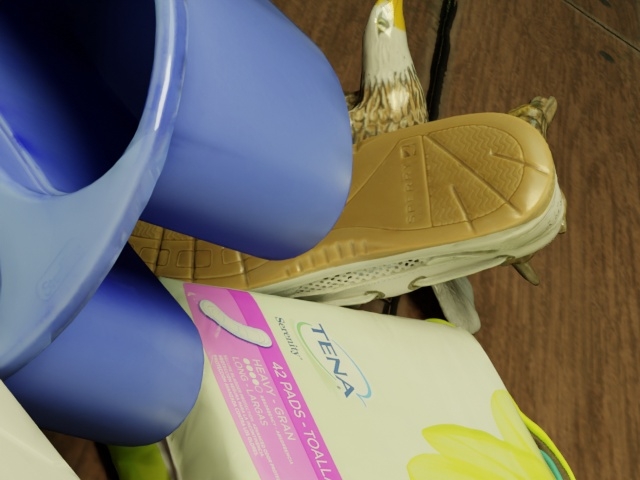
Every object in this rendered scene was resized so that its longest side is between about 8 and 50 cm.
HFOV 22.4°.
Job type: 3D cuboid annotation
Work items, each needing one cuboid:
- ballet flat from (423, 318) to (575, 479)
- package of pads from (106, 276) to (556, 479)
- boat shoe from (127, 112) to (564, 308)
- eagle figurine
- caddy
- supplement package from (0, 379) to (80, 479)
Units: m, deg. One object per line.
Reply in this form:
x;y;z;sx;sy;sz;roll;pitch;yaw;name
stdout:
0.113;0.139;0.957;0.077;0.077;0.231;32;22;-47;ballet flat
0.033;0.157;0.802;0.229;0.101;0.296;11;38;-39;package of pads
0.000;0.000;0.906;0.096;0.277;0.098;55;34;-58;boat shoe
0.008;-0.069;1.069;0.298;0.225;0.226;6;-14;2;eagle figurine
-0.148;-0.061;0.742;0.179;0.241;0.341;28;14;-44;caddy
-0.243;0.057;0.517;0.204;0.145;0.262;48;11;18;supplement package
